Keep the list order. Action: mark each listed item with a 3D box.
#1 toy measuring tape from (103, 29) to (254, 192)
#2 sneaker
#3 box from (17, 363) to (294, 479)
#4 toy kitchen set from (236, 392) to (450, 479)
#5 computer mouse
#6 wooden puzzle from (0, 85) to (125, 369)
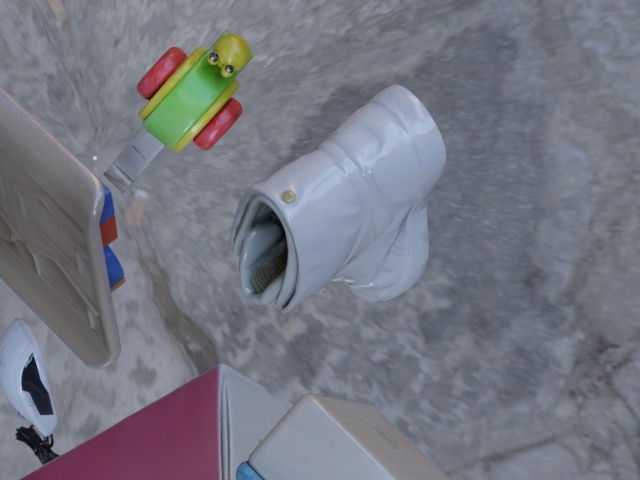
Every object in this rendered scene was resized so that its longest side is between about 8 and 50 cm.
[{"bbox_3d":[-0.182,-0.127,1.641,0.121,0.330,0.121,21,51,-27],"label":"toy measuring tape"},{"bbox_3d":[0.000,0.000,1.156,0.169,0.292,0.108,-34,69,-16],"label":"sneaker"},{"bbox_3d":[-0.093,0.198,0.864,0.232,0.127,0.148,-32,132,27],"label":"box"},{"bbox_3d":[0.027,0.191,0.558,0.207,0.122,0.166,42,92,17],"label":"toy kitchen set"},{"bbox_3d":[-0.294,0.160,1.435,0.042,0.106,0.193,-21,129,-20],"label":"computer mouse"},{"bbox_3d":[-0.340,-0.047,1.709,0.080,0.348,0.322,-36,65,-28],"label":"wooden puzzle"}]
